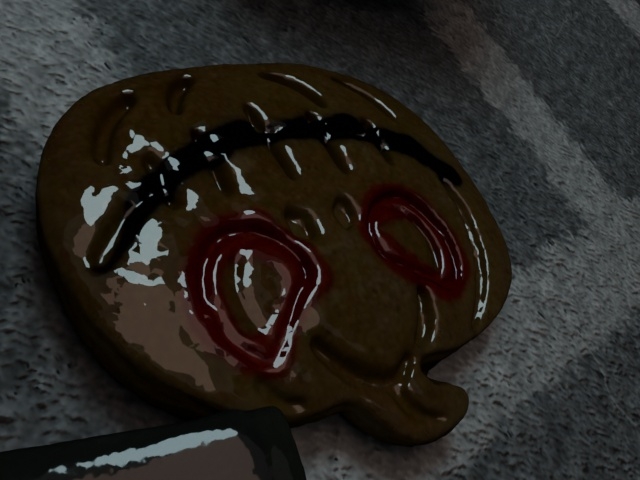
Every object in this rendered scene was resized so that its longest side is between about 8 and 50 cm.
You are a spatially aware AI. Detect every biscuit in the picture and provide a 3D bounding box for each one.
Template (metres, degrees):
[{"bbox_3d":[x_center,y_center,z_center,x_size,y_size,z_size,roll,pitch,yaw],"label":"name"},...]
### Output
[{"bbox_3d":[0.001,-0.001,0.481,0.367,0.063,0.314,-14,66,-40],"label":"biscuit"}]

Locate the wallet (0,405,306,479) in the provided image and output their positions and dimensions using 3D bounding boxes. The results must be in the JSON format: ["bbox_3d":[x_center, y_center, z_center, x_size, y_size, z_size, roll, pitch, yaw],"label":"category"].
[{"bbox_3d":[-0.112,0.171,0.295,0.245,0.052,0.168,-1,63,-26],"label":"wallet"}]
